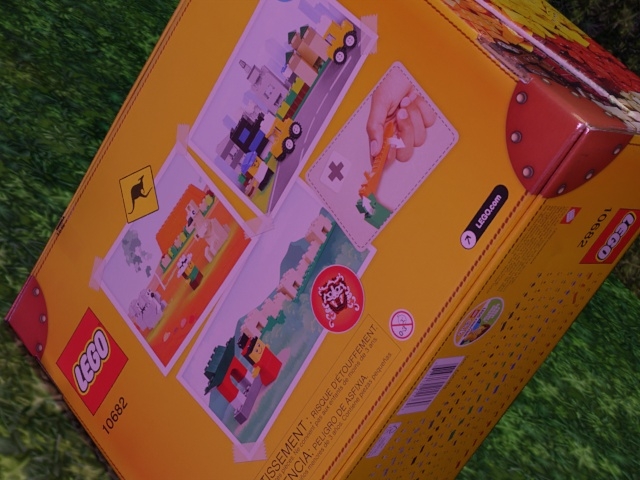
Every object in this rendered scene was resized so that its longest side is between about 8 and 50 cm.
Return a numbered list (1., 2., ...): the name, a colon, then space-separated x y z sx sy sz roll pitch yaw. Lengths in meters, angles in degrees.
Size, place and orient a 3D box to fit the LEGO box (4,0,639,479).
1. LEGO box: 0.000 0.000 1.149 0.193 0.500 0.372 2 39 -51
